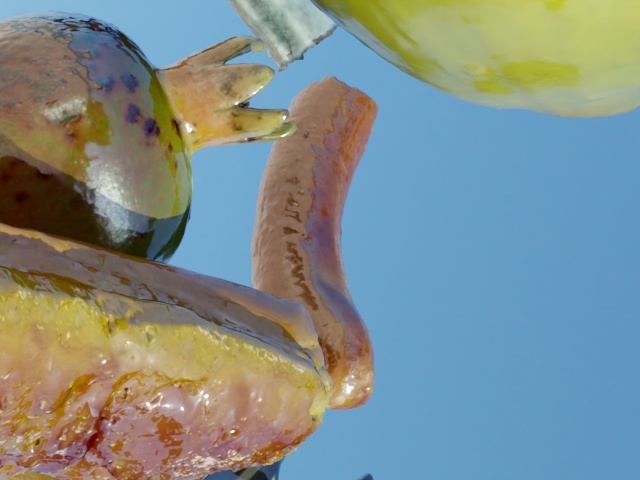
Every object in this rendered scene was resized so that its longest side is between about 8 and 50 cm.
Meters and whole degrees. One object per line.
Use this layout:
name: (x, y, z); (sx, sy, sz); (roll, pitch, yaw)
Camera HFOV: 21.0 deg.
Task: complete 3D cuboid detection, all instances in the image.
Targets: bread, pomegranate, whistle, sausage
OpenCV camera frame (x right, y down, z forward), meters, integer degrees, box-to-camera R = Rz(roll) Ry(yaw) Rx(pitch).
bread: (-0.161, 0.085, 0.964); (0.185, 0.380, 0.109); (-45, -127, 24)
pomegranate: (-0.142, -0.046, 1.085); (0.198, 0.246, 0.198); (7, 90, -90)
whistle: (-0.097, -0.263, 1.246); (0.062, 0.312, 0.062); (-36, -173, 5)
sausage: (-0.005, 0.001, 1.394); (0.076, 0.103, 0.302); (75, 14, -56)

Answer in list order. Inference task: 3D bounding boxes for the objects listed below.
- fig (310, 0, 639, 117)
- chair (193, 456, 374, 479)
fig: (0.094, -0.214, 0.746); (0.343, 0.343, 0.343); (-31, -128, 50)
chair: (0.042, 0.376, 1.774); (0.401, 0.226, 0.226); (49, -52, 11)
